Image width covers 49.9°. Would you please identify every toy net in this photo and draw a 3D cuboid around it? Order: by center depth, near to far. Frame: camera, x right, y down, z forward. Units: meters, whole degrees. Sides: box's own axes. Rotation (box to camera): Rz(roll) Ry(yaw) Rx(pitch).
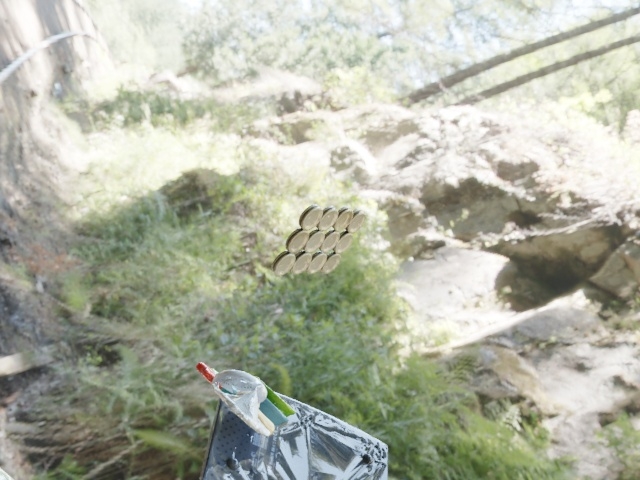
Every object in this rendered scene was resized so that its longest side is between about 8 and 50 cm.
[{"bbox_3d":[-0.086,0.163,0.760,0.122,0.045,0.232,42,-13,9],"label":"toy net"}]

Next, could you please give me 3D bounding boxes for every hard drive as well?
[{"bbox_3d":[-0.030,0.293,0.881,0.054,0.255,0.172,-52,-160,35],"label":"hard drive"}]

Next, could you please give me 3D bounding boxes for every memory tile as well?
[{"bbox_3d":[0.000,0.000,0.950,0.012,0.148,0.113,41,-69,29],"label":"memory tile"}]

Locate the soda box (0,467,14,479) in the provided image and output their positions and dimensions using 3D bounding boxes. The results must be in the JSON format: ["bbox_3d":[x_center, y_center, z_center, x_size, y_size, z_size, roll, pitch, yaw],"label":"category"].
[{"bbox_3d":[-0.266,0.284,0.620,0.181,0.058,0.061,31,4,17],"label":"soda box"}]
